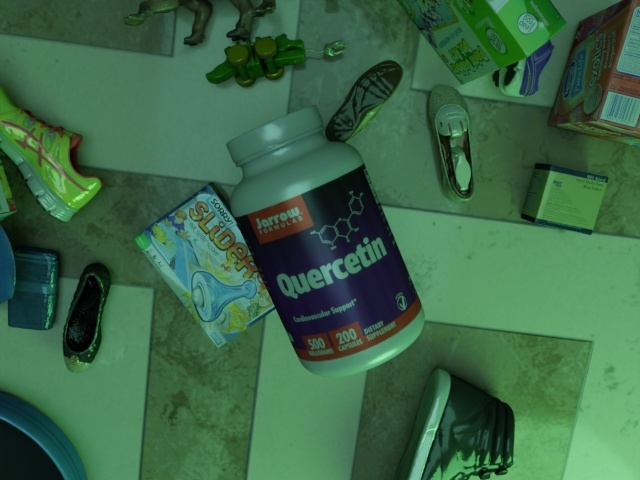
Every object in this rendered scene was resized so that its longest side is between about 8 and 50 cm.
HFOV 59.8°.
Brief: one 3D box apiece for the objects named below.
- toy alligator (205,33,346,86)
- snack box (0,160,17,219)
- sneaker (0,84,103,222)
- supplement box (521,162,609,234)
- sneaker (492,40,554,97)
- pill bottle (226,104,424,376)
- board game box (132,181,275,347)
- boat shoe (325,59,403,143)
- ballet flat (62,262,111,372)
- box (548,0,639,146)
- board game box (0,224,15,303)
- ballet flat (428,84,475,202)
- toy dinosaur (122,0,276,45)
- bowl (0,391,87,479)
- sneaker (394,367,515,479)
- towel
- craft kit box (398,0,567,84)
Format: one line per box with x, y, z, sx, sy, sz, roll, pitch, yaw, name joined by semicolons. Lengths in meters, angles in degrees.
-0.063;-0.253;0.745;0.190;0.056;0.051;-14;68;2;toy alligator
-0.486;-0.108;0.706;0.175;0.070;0.207;-15;94;34;snack box
-0.376;-0.133;0.757;0.094;0.081;0.208;-34;103;-5;sneaker
0.340;-0.059;0.780;0.083;0.056;0.083;11;100;-3;supplement box
0.281;-0.278;0.747;0.071;0.068;0.169;5;102;-25;sneaker
0.000;0.000;0.725;0.182;0.181;0.322;-23;100;4;pill bottle
-0.152;0.037;0.803;0.136;0.035;0.201;-35;99;6;board game box
0.058;-0.188;0.760;0.050;0.045;0.135;45;101;0;boat shoe
-0.346;0.114;0.808;0.058;0.049;0.173;14;100;-2;ballet flat
0.481;-0.188;0.715;0.300;0.142;0.154;12;100;-3;box
-0.478;0.032;0.793;0.169;0.033;0.133;-23;87;26;board game box
0.189;-0.134;0.767;0.057;0.052;0.168;-13;100;2;ballet flat
-0.151;-0.363;0.693;0.296;0.127;0.200;-7;93;-5;toy dinosaur
-0.547;0.405;0.845;0.392;0.077;0.390;0;100;-1;bowl
0.197;0.351;0.827;0.147;0.104;0.295;18;95;1;sneaker
-0.416;0.070;0.810;0.067;0.029;0.119;10;99;-1;towel
0.140;-0.303;0.638;0.061;0.250;0.246;-42;97;6;craft kit box
